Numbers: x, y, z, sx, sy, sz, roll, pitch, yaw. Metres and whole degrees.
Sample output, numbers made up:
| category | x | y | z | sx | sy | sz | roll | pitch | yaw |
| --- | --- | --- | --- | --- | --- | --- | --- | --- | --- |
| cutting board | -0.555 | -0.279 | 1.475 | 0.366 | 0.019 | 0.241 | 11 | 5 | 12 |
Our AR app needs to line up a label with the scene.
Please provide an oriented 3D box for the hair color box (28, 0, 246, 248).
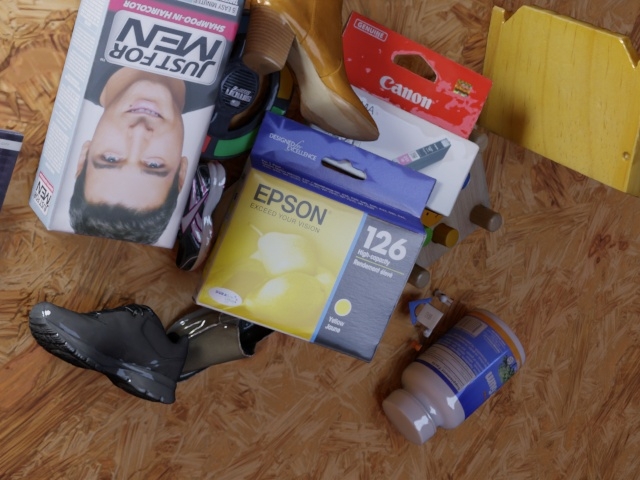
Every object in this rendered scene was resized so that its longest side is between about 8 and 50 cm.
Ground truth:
| category | x | y | z | sx | sy | sz | roll | pitch | yaw |
| --- | --- | --- | --- | --- | --- | --- | --- | --- | --- |
| hair color box | -0.247 | -0.190 | 1.590 | 0.185 | 0.113 | 0.374 | 9 | 107 | -31 |

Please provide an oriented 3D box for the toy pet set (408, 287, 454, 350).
| category | x | y | z | sx | sy | sz | roll | pitch | yaw |
| --- | --- | --- | --- | --- | --- | --- | --- | --- | --- |
| toy pet set | 0.193 | 0.144 | 2.261 | 0.122 | 0.065 | 0.114 | -56 | 172 | 2 |

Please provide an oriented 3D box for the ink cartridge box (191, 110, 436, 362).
| category | x | y | z | sx | sy | sz | roll | pitch | yaw |
| --- | --- | --- | --- | --- | --- | --- | --- | --- | --- |
| ink cartridge box | 0.000 | 0.000 | 1.816 | 0.304 | 0.072 | 0.307 | 20 | 98 | -18 |

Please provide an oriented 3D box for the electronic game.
| category | x | y | z | sx | sy | sz | roll | pitch | yaw |
| --- | --- | --- | --- | --- | --- | --- | --- | --- | --- |
| electronic game | -0.129 | -0.227 | 1.746 | 0.229 | 0.048 | 0.229 | -22 | 127 | -33 |

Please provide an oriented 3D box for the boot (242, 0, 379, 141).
| category | x | y | z | sx | sy | sz | roll | pitch | yaw |
| --- | --- | --- | --- | --- | --- | --- | --- | --- | --- |
| boot | 0.012 | -0.295 | 1.751 | 0.295 | 0.104 | 0.211 | 34 | 64 | -40 |

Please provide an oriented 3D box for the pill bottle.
| category | x | y | z | sx | sy | sz | roll | pitch | yaw |
| --- | --- | --- | --- | --- | --- | --- | --- | --- | --- |
| pill bottle | 0.254 | 0.269 | 2.302 | 0.272 | 0.152 | 0.152 | -40 | 134 | -19 |

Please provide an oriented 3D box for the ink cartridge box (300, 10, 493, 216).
| category | x | y | z | sx | sy | sz | roll | pitch | yaw |
| --- | --- | --- | --- | --- | --- | --- | --- | --- | --- |
| ink cartridge box | 0.128 | -0.199 | 1.881 | 0.275 | 0.060 | 0.238 | 23 | 91 | -17 |

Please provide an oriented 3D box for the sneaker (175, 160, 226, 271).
| category | x | y | z | sx | sy | sz | roll | pitch | yaw |
| --- | --- | --- | --- | --- | --- | --- | --- | --- | --- |
| sneaker | -0.201 | -0.042 | 1.786 | 0.077 | 0.072 | 0.178 | 7 | 109 | -22 |

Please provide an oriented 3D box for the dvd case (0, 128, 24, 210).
| category | x | y | z | sx | sy | sz | roll | pitch | yaw |
| --- | --- | --- | --- | --- | --- | --- | --- | --- | --- |
| dvd case | -0.491 | -0.050 | 1.538 | 0.165 | 0.018 | 0.221 | 9 | 108 | -43 |

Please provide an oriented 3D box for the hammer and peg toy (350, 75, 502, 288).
| category | x | y | z | sx | sy | sz | roll | pitch | yaw |
| --- | --- | --- | --- | --- | --- | --- | --- | --- | --- |
| hammer and peg toy | 0.183 | -0.114 | 2.037 | 0.266 | 0.127 | 0.361 | -35 | 133 | -22 |

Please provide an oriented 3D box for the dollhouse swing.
| category | x | y | z | sx | sy | sz | roll | pitch | yaw |
| --- | --- | --- | --- | --- | --- | --- | --- | --- | --- |
| dollhouse swing | 0.512 | -0.249 | 2.098 | 0.305 | 0.347 | 0.315 | -14 | 122 | -36 |

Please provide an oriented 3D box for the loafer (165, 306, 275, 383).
| category | x | y | z | sx | sy | sz | roll | pitch | yaw |
| --- | --- | --- | --- | --- | --- | --- | --- | --- | --- |
| loafer | -0.152 | 0.149 | 1.884 | 0.251 | 0.087 | 0.094 | -36 | 134 | 0 |

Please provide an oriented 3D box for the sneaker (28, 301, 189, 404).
| category | x | y | z | sx | sy | sz | roll | pitch | yaw |
| --- | --- | --- | --- | --- | --- | --- | --- | --- | --- |
| sneaker | -0.310 | 0.142 | 1.763 | 0.286 | 0.109 | 0.130 | 36 | 71 | -45 |

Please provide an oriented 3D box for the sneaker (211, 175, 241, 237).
| category | x | y | z | sx | sy | sz | roll | pitch | yaw |
| --- | --- | --- | --- | --- | --- | --- | --- | --- | --- |
| sneaker | -0.105 | -0.057 | 1.838 | 0.161 | 0.075 | 0.057 | -46 | 148 | -15 |
